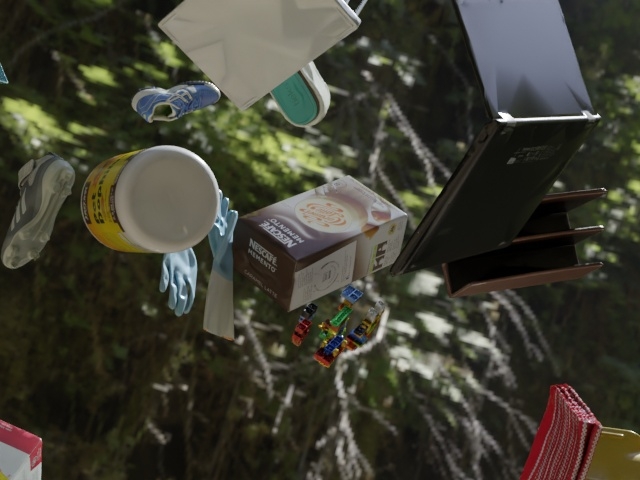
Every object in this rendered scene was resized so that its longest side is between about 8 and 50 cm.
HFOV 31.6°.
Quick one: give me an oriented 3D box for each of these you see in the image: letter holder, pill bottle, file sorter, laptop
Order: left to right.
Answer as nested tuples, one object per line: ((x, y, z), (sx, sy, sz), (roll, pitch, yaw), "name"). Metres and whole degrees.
((-0.204, -0.044, 1.297), (0.117, 0.117, 0.215), (23, -10, -24), "pill bottle")
((-0.073, -0.377, 1.770), (0.193, 0.173, 0.278), (45, -46, -18), "file sorter")
((0.223, -0.195, 1.641), (0.236, 0.407, 0.382), (43, 27, 22), "laptop")
((0.414, 0.002, 2.249), (0.302, 0.151, 0.214), (-8, -11, -17), "letter holder")

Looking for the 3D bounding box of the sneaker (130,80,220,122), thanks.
((-0.329, -0.314, 2.627), (0.211, 0.081, 0.080), (-15, -42, -22), "sneaker")

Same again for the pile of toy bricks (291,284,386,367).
((0.022, 0.175, 2.073), (0.118, 0.212, 0.105), (32, -52, 15), "pile of toy bricks")

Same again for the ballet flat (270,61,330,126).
((-0.101, -0.428, 2.409), (0.400, 0.139, 0.139), (60, -25, -9), "ballet flat")

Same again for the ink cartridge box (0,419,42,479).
((-0.558, 0.401, 1.860), (0.127, 0.176, 0.128), (22, -47, 7), "ink cartridge box")

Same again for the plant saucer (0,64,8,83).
((-0.698, -0.406, 2.316), (0.018, 0.192, 0.067), (-27, -10, 18), "plant saucer")

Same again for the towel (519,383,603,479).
((0.313, 0.306, 1.523), (0.031, 0.198, 0.275), (18, 4, 3), "towel")

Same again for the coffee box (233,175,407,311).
((0.000, 0.000, 1.793), (0.247, 0.098, 0.141), (-24, 46, -39), "coffee box")

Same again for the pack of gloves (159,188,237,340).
((-0.164, 0.011, 1.647), (0.046, 0.232, 0.195), (-12, -22, 24), "pack of gloves")

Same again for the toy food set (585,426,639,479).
((0.470, 0.388, 1.942), (0.218, 0.128, 0.071), (8, -41, 9), "toy food set")

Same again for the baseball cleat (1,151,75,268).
((-0.493, -0.054, 1.937), (0.109, 0.205, 0.072), (35, 2, 38), "baseball cleat")
